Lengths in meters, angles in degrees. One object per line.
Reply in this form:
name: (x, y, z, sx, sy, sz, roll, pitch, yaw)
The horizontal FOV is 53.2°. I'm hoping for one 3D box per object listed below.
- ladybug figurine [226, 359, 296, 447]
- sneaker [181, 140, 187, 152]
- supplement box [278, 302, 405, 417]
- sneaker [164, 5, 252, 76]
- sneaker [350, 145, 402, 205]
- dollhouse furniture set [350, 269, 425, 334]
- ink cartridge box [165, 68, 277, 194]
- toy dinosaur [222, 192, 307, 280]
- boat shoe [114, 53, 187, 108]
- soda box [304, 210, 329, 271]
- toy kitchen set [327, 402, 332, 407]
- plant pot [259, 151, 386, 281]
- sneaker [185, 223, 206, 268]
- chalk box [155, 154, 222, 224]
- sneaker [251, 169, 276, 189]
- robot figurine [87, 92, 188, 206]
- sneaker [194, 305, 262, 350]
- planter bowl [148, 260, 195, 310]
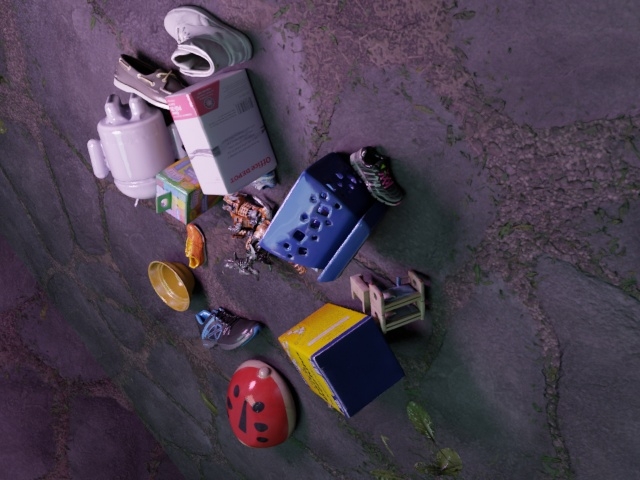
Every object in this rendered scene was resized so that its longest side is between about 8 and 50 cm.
ladybug figurine: (-0.241, 0.636, 2.416, 0.305, 0.162, 0.449, 29, 135, 25)
sneaker: (-0.364, -0.313, 1.887, 0.058, 0.084, 0.152, 50, 140, 2)
supplement box: (0.048, 0.323, 1.793, 0.194, 0.195, 0.356, 59, 165, -9)
sneaker: (-0.339, -0.516, 1.650, 0.292, 0.169, 0.108, 29, 137, 26)
sneaker: (0.143, -0.160, 1.545, 0.170, 0.063, 0.075, 52, 146, 7)
dollhouse furniture set: (0.177, 0.131, 1.714, 0.184, 0.129, 0.129, -131, 29, -53)
ink cartridge box: (-0.260, -0.288, 1.713, 0.117, 0.207, 0.283, 4, 121, 42)
toy dinosaur: (-0.181, -0.006, 1.908, 0.322, 0.164, 0.218, 52, 128, 33)
boat shoe: (-0.478, -0.459, 1.865, 0.305, 0.109, 0.091, 25, 120, 20)
soda box: (0.000, 0.000, 1.797, 0.058, 0.063, 0.183, 31, 136, 19)
toy kitchen set: (0.065, 0.529, 2.162, 0.068, 0.075, 0.083, 8, 172, -4)
plant pot: (0.021, -0.050, 1.580, 0.212, 0.236, 0.236, 37, 116, 4)
sneaker: (-0.439, 0.022, 2.220, 0.064, 0.067, 0.175, 19, 129, 35)
chalk box: (-0.414, -0.150, 1.951, 0.132, 0.213, 0.132, 31, 137, 17)
sneaker: (-0.181, -0.170, 1.851, 0.135, 0.052, 0.058, 2, 124, 42)
robot figurine: (-0.563, -0.278, 1.979, 0.200, 0.299, 0.354, -107, 6, -60)
sneaker: (-0.346, 0.314, 2.306, 0.340, 0.125, 0.140, -14, 104, 45)
planter bowl: (-0.536, 0.149, 2.385, 0.217, 0.090, 0.217, 24, 134, 28)
